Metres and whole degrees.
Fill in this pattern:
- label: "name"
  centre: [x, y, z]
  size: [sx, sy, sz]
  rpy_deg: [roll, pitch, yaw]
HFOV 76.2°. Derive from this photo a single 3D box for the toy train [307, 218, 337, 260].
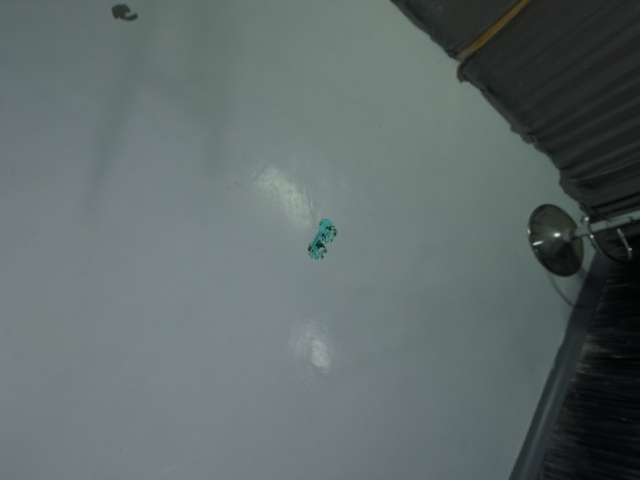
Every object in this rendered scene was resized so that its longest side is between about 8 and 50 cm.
- label: "toy train"
  centre: [0.000, 0.000, 0.818]
  size: [0.029, 0.092, 0.045]
  rpy_deg: [-1, 46, -40]
